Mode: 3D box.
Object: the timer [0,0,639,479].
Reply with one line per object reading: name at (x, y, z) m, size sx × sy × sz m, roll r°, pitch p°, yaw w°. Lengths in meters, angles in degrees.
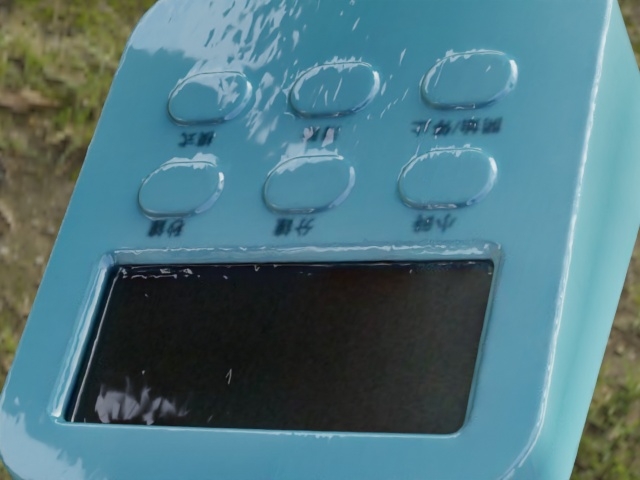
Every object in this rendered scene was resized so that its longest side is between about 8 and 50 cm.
timer at (0.000, 0.000, 0.670) m, size 0.232 × 0.091 × 0.250 m, roll -2°, pitch 46°, yaw 25°
